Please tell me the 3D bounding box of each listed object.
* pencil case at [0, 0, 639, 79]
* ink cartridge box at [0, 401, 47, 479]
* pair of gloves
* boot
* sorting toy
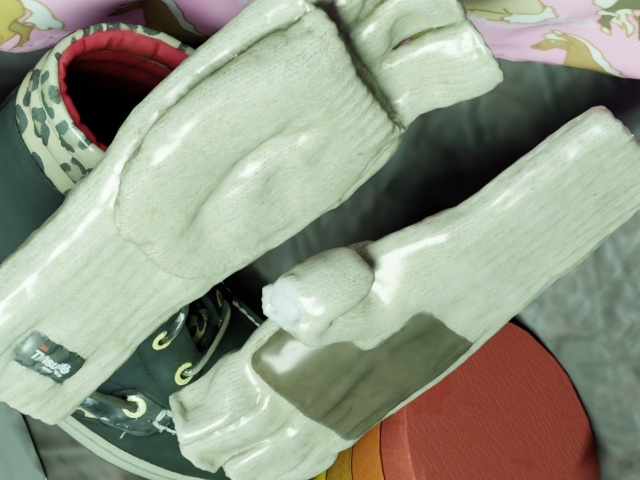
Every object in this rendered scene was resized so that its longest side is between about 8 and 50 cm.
[{"bbox_3d":[0.046,-0.138,0.713,0.386,0.167,0.160,4,81,8],"label":"pencil case"},{"bbox_3d":[-0.240,0.087,0.883,0.191,0.082,0.139,-13,108,13],"label":"ink cartridge box"},{"bbox_3d":[0.000,0.000,0.683,0.204,0.240,0.042,-42,56,13],"label":"pair of gloves"},{"bbox_3d":[-0.055,0.017,0.768,0.236,0.085,0.178,33,145,-22],"label":"boot"},{"bbox_3d":[0.102,0.209,0.877,0.126,0.127,0.365,-22,105,41],"label":"sorting toy"}]
